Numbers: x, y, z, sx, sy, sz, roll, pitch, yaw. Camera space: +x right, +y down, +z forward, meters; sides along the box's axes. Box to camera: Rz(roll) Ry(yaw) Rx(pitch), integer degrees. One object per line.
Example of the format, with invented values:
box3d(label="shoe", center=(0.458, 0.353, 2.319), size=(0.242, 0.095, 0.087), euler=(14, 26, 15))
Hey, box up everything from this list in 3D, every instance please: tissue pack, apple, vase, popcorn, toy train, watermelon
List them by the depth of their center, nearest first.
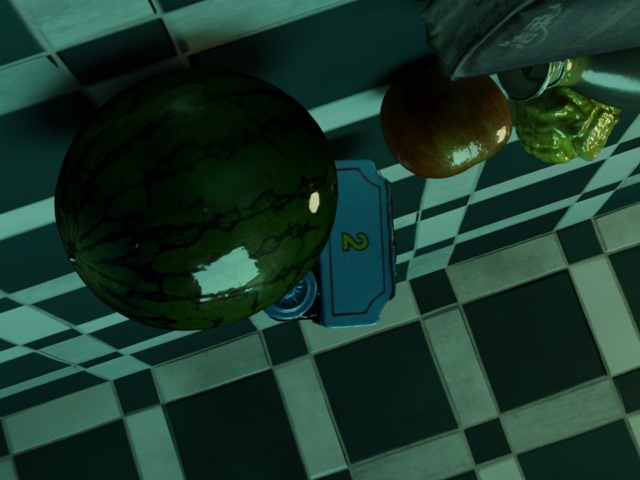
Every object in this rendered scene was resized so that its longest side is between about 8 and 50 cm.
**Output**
box3d(label="watermelon", center=(-0.155, -0.052, 1.475), size=(0.363, 0.363, 0.363), euler=(-18, 168, -4))
box3d(label="tissue pack", center=(0.362, -0.334, 1.481), size=(0.394, 0.124, 0.288), euler=(-13, 166, -28))
box3d(label="apple", center=(0.188, -0.183, 1.784), size=(0.195, 0.173, 0.160), euler=(-27, 168, 20))
box3d(label="vase", center=(0.427, -0.278, 1.792), size=(0.321, 0.173, 0.173), euler=(-4, 162, -32))
box3d(label="popcorn", center=(0.408, -0.223, 1.970), size=(0.186, 0.187, 0.167), euler=(-15, 135, 44))
box3d(label="toy train", center=(0.000, 0.000, 2.038), size=(0.265, 0.300, 0.188), euler=(-3, 180, -9))
